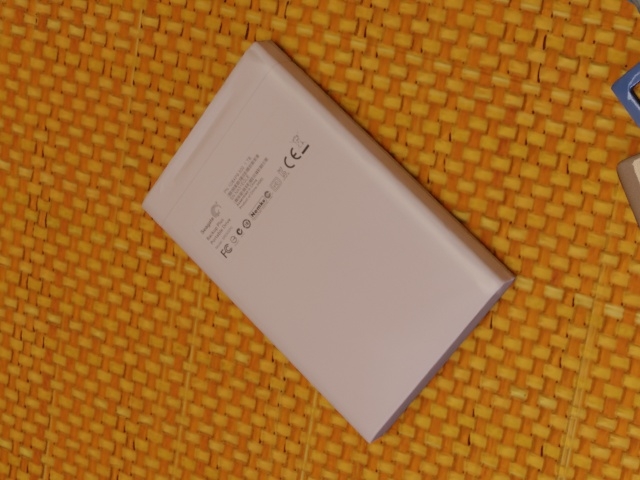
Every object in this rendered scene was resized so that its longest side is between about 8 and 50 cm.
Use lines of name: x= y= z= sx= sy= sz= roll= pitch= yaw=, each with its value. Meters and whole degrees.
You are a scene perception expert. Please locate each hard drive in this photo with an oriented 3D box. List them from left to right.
hard drive: x=0.000 y=0.000 z=1.813 sx=0.353 sy=0.047 sz=0.233 roll=45 pitch=118 yaw=15

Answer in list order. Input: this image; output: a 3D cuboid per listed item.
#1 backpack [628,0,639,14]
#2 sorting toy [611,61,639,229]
backpack: x=0.365 y=-0.247 z=1.450 sx=0.253 sy=0.225 sz=0.191 roll=-42 pitch=75 yaw=26
sorting toy: x=0.374 y=-0.016 z=1.594 sx=0.196 sy=0.047 sz=0.347 roll=-23 pitch=88 yaw=32
